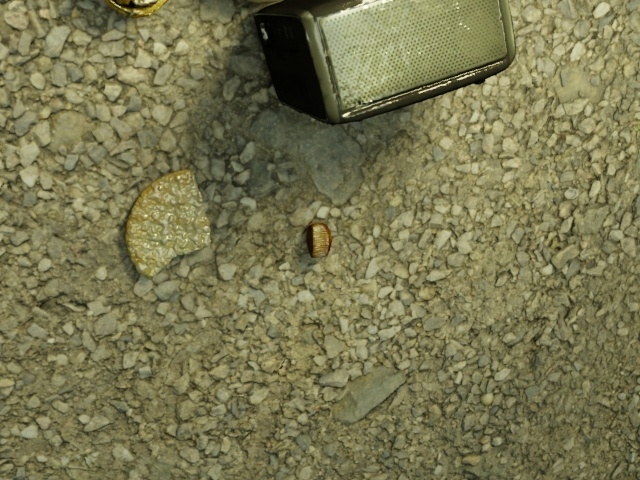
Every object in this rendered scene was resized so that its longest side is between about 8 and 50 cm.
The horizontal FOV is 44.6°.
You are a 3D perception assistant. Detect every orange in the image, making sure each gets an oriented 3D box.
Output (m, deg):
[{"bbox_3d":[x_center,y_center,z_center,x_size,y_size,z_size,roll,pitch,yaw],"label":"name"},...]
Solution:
[{"bbox_3d":[-0.357,-0.513,1.516,0.169,0.112,0.160,-5,99,-42],"label":"orange"}]

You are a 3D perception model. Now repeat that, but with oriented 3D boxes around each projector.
[{"bbox_3d":[0.113,-0.399,1.553,0.405,0.395,0.242,-21,113,-12],"label":"projector"}]

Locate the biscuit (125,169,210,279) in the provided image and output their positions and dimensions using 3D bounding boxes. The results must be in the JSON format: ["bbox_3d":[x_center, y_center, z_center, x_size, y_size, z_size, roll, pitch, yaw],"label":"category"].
[{"bbox_3d":[-0.330,-0.033,1.725,0.188,0.040,0.265,24,100,-24],"label":"biscuit"}]

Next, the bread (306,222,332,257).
[{"bbox_3d":[0.000,0.000,1.822,0.053,0.085,0.085,-4,109,-12],"label":"bread"}]

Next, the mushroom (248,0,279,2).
[{"bbox_3d":[-0.113,-0.596,1.522,0.246,0.202,0.246,-3,98,-20],"label":"mushroom"}]
